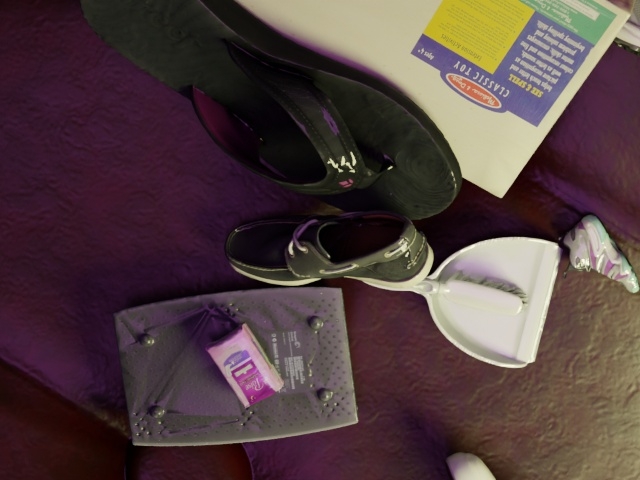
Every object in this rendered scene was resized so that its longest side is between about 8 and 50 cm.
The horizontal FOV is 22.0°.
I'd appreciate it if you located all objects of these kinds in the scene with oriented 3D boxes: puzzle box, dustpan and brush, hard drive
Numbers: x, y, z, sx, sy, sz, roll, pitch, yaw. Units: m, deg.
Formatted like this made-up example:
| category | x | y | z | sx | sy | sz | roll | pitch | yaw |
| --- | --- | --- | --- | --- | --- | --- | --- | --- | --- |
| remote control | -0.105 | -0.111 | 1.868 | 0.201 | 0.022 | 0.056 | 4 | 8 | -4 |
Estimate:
| category | x | y | z | sx | sy | sz | roll | pitch | yaw |
| --- | --- | --- | --- | --- | --- | --- | --- | --- | --- |
| puzzle box | 0.078 | -0.241 | 1.671 | 0.409 | 0.052 | 0.272 | 30 | 130 | -3 |
| dustpan and brush | 0.145 | 0.054 | 1.780 | 0.211 | 0.060 | 0.147 | 13 | 102 | 2 |
| hard drive | -0.092 | 0.135 | 1.817 | 0.255 | 0.054 | 0.172 | -7 | 101 | 5 |

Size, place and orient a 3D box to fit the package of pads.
| category | x | y | z | sx | sy | sz | roll | pitch | yaw |
| --- | --- | --- | --- | --- | --- | --- | --- | --- | --- |
| package of pads | -0.082 | 0.135 | 1.771 | 0.050 | 0.032 | 0.083 | -31 | 97 | 12 |

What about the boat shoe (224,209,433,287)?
| category | x | y | z | sx | sy | sz | roll | pitch | yaw |
| --- | --- | --- | --- | --- | --- | --- | --- | --- | --- |
| boat shoe | 0.000 | 0.000 | 1.745 | 0.233 | 0.079 | 0.084 | 2 | 66 | 24 |

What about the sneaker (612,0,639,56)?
| category | x | y | z | sx | sy | sz | roll | pitch | yaw |
| --- | --- | --- | --- | --- | --- | --- | --- | --- | --- |
| sneaker | 0.313 | -0.254 | 1.689 | 0.271 | 0.100 | 0.108 | 27 | 97 | -1 |

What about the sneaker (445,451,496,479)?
| category | x | y | z | sx | sy | sz | roll | pitch | yaw |
| --- | --- | --- | --- | --- | --- | --- | --- | --- | --- |
| sneaker | 0.248 | 0.331 | 1.817 | 0.123 | 0.106 | 0.290 | -34 | 105 | 1 |

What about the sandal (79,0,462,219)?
| category | x | y | z | sx | sy | sz | roll | pitch | yaw |
| --- | --- | --- | --- | --- | --- | --- | --- | --- | --- |
| sandal | -0.063 | -0.135 | 1.704 | 0.446 | 0.107 | 0.167 | 31 | 135 | -4 |

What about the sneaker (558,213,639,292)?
| category | x | y | z | sx | sy | sz | roll | pitch | yaw |
| --- | --- | --- | --- | --- | --- | --- | --- | --- | --- |
| sneaker | 0.295 | 0.027 | 1.778 | 0.069 | 0.038 | 0.098 | -35 | 88 | 12 |
